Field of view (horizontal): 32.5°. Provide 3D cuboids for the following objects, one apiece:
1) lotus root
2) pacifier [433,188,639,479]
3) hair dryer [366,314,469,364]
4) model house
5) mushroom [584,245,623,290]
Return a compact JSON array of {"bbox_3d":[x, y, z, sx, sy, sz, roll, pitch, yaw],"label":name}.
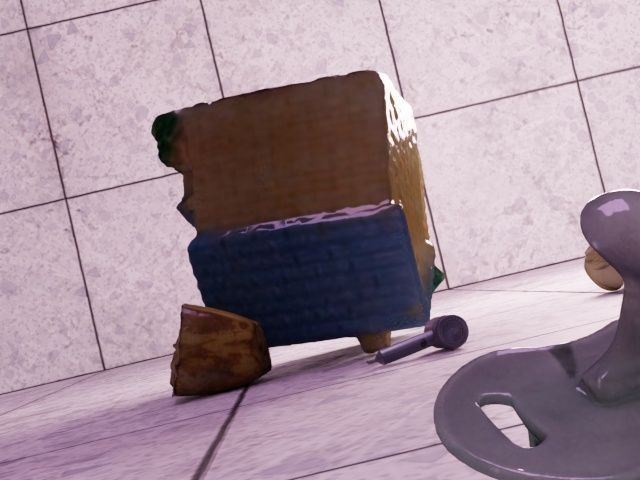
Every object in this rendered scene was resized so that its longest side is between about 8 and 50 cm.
[{"bbox_3d":[-0.130,0.150,1.357,0.135,0.095,0.159,-3,-42,0],"label":"lotus root"},{"bbox_3d":[0.116,0.040,0.403,0.150,0.116,0.127,-9,23,-7],"label":"pacifier"},{"bbox_3d":[0.102,0.114,1.201,0.114,0.037,0.063,-20,-3,-11],"label":"hair dryer"},{"bbox_3d":[0.000,0.000,1.509,0.335,0.342,0.382,-10,-12,18],"label":"model house"},{"bbox_3d":[0.442,0.024,1.562,0.092,0.081,0.223,7,10,30],"label":"mushroom"}]
